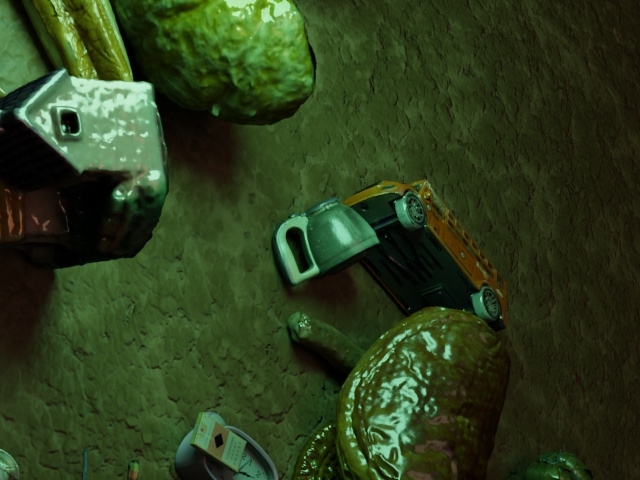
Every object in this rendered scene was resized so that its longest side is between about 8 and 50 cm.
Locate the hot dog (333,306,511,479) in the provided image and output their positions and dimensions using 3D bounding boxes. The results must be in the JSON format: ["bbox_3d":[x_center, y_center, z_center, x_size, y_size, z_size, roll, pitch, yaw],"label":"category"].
[{"bbox_3d":[0.155,0.274,1.912,0.267,0.174,0.387,51,44,-30],"label":"hot dog"}]

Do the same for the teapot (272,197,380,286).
[{"bbox_3d":[0.002,0.000,1.952,0.108,0.149,0.111,61,1,6],"label":"teapot"}]

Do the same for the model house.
[{"bbox_3d":[-0.333,-0.076,1.471,0.237,0.237,0.202,2,83,-44],"label":"model house"}]

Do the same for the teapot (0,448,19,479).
[{"bbox_3d":[-0.370,0.273,1.450,0.064,0.064,0.083,-48,147,-53],"label":"teapot"}]

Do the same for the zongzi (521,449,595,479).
[{"bbox_3d":[0.397,0.518,2.208,0.274,0.125,0.250,-50,117,-38],"label":"zongzi"}]

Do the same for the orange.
[{"bbox_3d":[-0.166,-0.305,1.730,0.210,0.271,0.368,-31,103,-17],"label":"orange"}]

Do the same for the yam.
[{"bbox_3d":[0.037,0.172,1.956,0.241,0.057,0.056,36,53,-39],"label":"yam"}]

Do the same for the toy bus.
[{"bbox_3d":[0.163,0.020,2.085,0.329,0.143,0.153,48,37,-27],"label":"toy bus"}]

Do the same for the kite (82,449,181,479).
[{"bbox_3d":[-0.236,0.346,1.611,0.183,0.010,0.160,28,58,-41],"label":"kite"}]

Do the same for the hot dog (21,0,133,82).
[{"bbox_3d":[-0.314,-0.283,1.669,0.076,0.102,0.249,-118,-177,-76],"label":"hot dog"}]

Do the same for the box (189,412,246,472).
[{"bbox_3d":[-0.131,0.259,1.680,0.083,0.012,0.046,40,51,-34],"label":"box"}]

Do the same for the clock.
[{"bbox_3d":[-0.115,0.298,1.736,0.152,0.050,0.110,48,47,-28],"label":"clock"}]

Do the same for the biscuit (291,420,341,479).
[{"bbox_3d":[0.065,0.406,1.918,0.305,0.038,0.305,19,64,-45],"label":"biscuit"}]
